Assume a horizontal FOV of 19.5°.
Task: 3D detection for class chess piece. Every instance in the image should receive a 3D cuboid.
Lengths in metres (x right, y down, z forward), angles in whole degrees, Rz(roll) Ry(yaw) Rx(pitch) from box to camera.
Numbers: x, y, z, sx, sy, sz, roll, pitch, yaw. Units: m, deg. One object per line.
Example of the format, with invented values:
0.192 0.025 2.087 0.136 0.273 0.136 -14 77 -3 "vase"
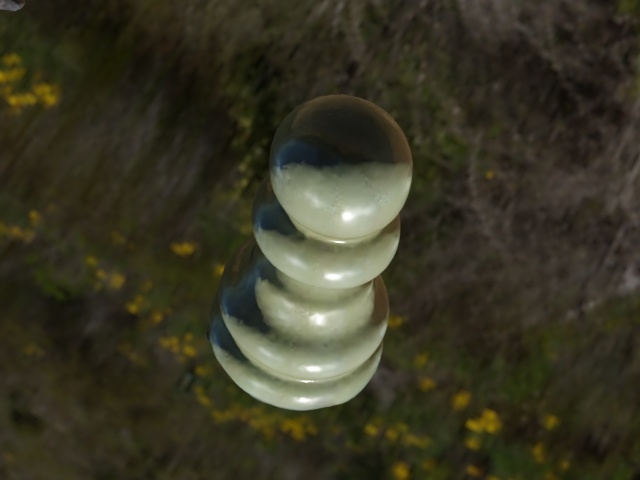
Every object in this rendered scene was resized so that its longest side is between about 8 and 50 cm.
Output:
0.000 0.000 1.760 0.182 0.182 0.330 26 142 9 "chess piece"

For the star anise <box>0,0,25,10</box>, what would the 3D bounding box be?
-0.243 -0.222 1.035 0.359 0.316 0.139 47 -172 30 "star anise"
